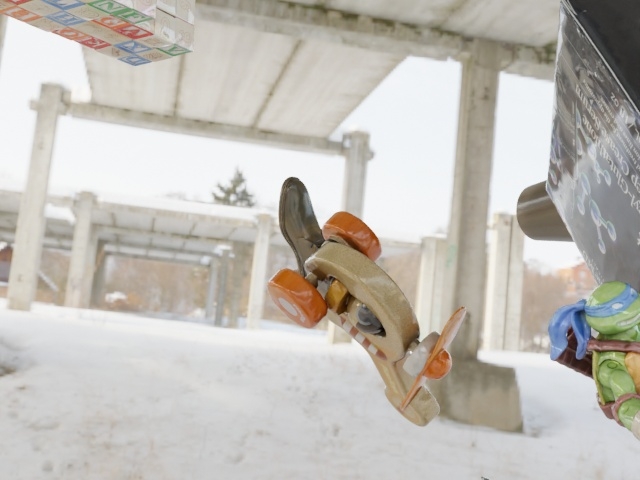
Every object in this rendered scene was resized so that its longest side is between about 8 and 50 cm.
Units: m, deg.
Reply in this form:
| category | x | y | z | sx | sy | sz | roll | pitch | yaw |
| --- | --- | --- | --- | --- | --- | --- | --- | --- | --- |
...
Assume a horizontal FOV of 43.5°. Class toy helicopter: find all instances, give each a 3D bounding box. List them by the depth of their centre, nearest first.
| category | x | y | z | sx | sy | sz | roll | pitch | yaw |
| --- | --- | --- | --- | --- | --- | --- | --- | --- | --- |
| toy helicopter | 0.098 | 0.139 | 1.049 | 0.235 | 0.140 | 0.355 | 24 | -29 | 42 |

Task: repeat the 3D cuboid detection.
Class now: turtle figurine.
| category | x | y | z | sx | sy | sz | roll | pitch | yaw |
| --- | --- | --- | --- | --- | --- | --- | --- | --- | --- |
| turtle figurine | 0.359 | 0.156 | 0.716 | 0.275 | 0.266 | 0.198 | -16 | 20 | 22 |

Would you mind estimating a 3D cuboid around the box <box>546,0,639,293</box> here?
| category | x | y | z | sx | sy | sz | roll | pitch | yaw |
| --- | --- | --- | --- | --- | --- | --- | --- | --- | --- |
| box | 0.452 | -0.105 | 1.032 | 0.212 | 0.293 | 0.395 | -18 | -36 | 1 |

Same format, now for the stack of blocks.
| category | x | y | z | sx | sy | sz | roll | pitch | yaw |
| --- | --- | --- | --- | --- | --- | --- | --- | --- | --- |
| stack of blocks | -0.308 | -0.343 | 1.131 | 0.171 | 0.087 | 0.297 | -3 | -8 | 32 |

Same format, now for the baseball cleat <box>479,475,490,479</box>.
| category | x | y | z | sx | sy | sz | roll | pitch | yaw |
| --- | --- | --- | --- | --- | --- | --- | --- | --- | --- |
| baseball cleat | 0.209 | 0.441 | 1.154 | 0.072 | 0.206 | 0.109 | 26 | 3 | 5 |

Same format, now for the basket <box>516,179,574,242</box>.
| category | x | y | z | sx | sy | sz | roll | pitch | yaw |
| --- | --- | --- | --- | --- | --- | --- | --- | --- | --- |
| basket | 0.545 | -0.068 | 1.712 | 0.204 | 0.154 | 0.227 | 44 | -24 | -21 |

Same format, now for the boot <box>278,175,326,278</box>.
| category | x | y | z | sx | sy | sz | roll | pitch | yaw |
| --- | --- | --- | --- | --- | --- | --- | --- | --- | --- |
| boot | 0.000 | 0.000 | 1.318 | 0.082 | 0.219 | 0.106 | -24 | 18 | -40 |
